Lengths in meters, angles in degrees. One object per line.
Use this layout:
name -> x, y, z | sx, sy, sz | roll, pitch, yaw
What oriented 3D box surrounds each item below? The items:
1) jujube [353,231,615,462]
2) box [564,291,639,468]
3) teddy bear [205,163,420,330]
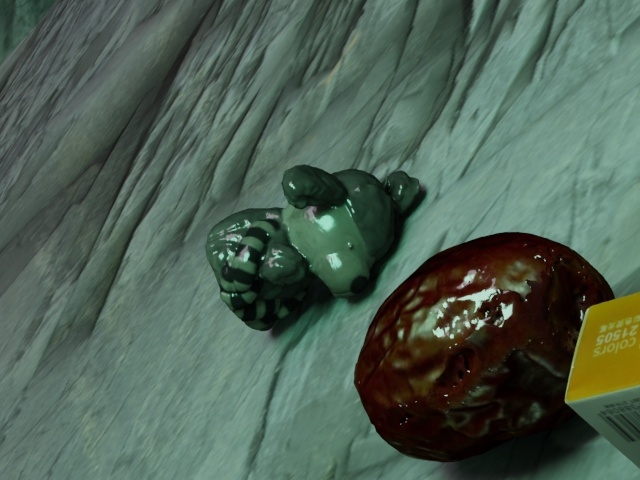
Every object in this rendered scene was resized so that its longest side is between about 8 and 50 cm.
jujube -> 0.143, 0.090, 1.314 | 0.243, 0.183, 0.183 | -32, 33, 46
box -> 0.328, 0.104, 0.973 | 0.274, 0.221, 0.091 | -19, 39, 44
teddy bear -> -0.018, 0.002, 1.688 | 0.251, 0.171, 0.144 | -30, 54, 26
